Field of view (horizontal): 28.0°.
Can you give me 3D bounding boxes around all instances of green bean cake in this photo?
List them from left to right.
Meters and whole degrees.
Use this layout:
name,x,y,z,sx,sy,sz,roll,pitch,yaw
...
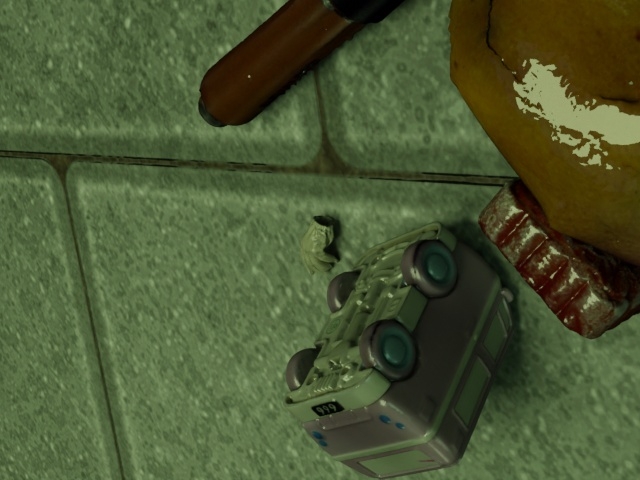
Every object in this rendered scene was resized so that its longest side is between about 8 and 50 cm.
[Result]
name,x,y,z,sx,sy,sz,roll,pitch,yaw
green bean cake,0.205,0.001,1.000,0.135,0.136,0.056,48,128,18

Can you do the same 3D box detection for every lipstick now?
name,x,y,z,sx,sy,sz,roll,pitch,yaw
lipstick,0.002,-0.207,1.181,0.418,0.077,0.077,-32,82,50

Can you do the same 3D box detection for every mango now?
name,x,y,z,sx,sy,sz,roll,pitch,yaw
mango,0.217,-0.102,0.918,0.201,0.152,0.287,-41,73,1

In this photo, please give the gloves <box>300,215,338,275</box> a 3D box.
name,x,y,z,sx,sy,sz,roll,pitch,yaw
gloves,-0.002,0.001,1.308,0.044,0.037,0.081,-109,15,-61

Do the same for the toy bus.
name,x,y,z,sx,sy,sz,roll,pitch,yaw
toy bus,0.075,0.098,1.143,0.142,0.202,0.142,42,144,-18
